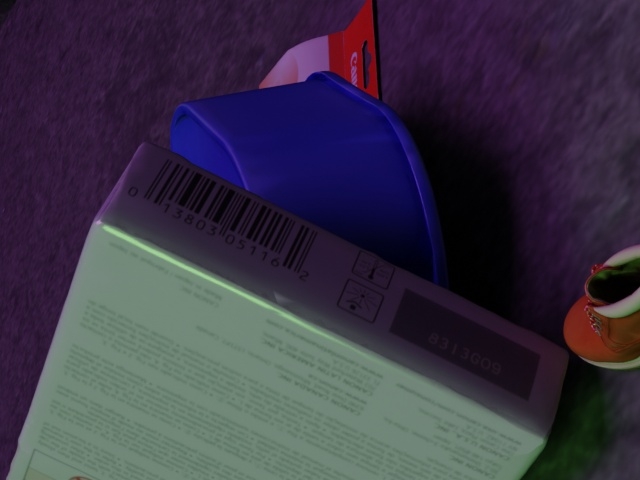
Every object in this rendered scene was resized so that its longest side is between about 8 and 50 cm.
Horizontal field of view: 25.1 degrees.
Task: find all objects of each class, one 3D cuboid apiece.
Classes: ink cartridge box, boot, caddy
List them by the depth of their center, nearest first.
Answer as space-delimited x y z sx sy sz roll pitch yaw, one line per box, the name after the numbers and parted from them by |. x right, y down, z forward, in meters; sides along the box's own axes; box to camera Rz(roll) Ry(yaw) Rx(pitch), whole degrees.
0.177 0.035 0.842 0.158 0.084 0.059 149 129 -60 | boot
-0.048 0.146 1.015 0.385 0.308 0.091 -62 3 45 | ink cartridge box
0.000 0.000 1.146 0.341 0.179 0.241 -135 39 -64 | caddy
-0.006 -0.135 1.389 0.179 0.045 0.145 131 144 -50 | ink cartridge box
